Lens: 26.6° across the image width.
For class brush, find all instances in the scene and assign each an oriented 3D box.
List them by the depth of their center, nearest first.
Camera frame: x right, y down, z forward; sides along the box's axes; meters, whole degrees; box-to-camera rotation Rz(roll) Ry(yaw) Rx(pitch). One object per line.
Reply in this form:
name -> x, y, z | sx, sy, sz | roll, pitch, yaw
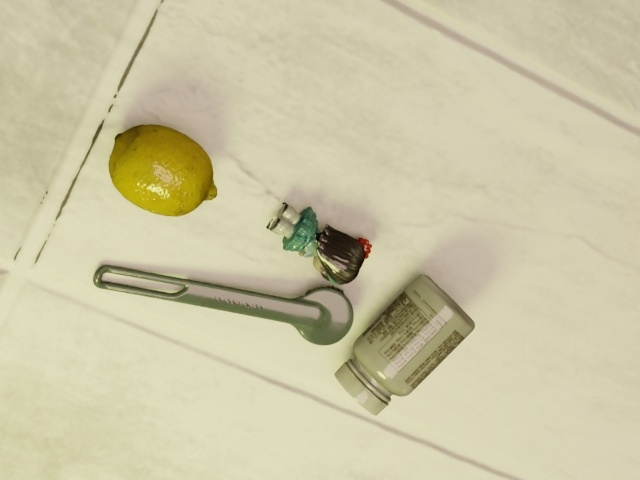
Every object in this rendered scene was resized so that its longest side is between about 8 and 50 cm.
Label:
brush -> -0.096, 0.056, 1.356 | 0.266, 0.027, 0.062 | 11, 104, -12

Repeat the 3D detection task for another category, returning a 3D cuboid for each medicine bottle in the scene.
medicine bottle -> 0.084, 0.109, 1.382 | 0.140, 0.079, 0.079 | -46, 111, 4

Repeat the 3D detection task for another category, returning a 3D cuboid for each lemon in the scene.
lemon -> -0.147, -0.064, 1.272 | 0.110, 0.082, 0.082 | 27, 100, -13

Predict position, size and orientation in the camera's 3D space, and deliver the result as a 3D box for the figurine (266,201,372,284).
figurine -> 0.000, 0.000, 1.348 | 0.106, 0.047, 0.060 | 34, 56, -15
